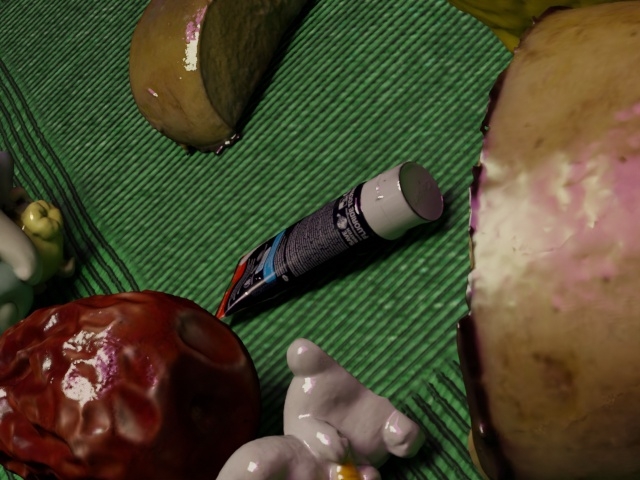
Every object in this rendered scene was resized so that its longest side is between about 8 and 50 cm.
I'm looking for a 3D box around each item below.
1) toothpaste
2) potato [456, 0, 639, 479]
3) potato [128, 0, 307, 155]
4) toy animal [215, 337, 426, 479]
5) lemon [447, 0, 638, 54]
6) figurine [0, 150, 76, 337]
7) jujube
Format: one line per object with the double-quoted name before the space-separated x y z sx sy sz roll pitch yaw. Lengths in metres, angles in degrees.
"toothpaste" 0.000 0.000 1.351 0.193 0.045 0.071 -28 27 36
"potato" 0.199 0.002 0.968 0.242 0.242 0.285 -15 39 39
"potato" -0.088 -0.192 1.618 0.138 0.098 0.243 -3 50 50
"toy animal" -0.023 0.167 1.161 0.181 0.131 0.127 -48 -1 -18
"lemon" 0.197 -0.283 1.168 0.387 0.350 0.350 -6 46 21
"figurine" -0.276 0.032 1.546 0.127 0.235 0.155 -30 -6 36
"jujube" -0.141 0.110 1.288 0.230 0.155 0.155 -11 45 55
